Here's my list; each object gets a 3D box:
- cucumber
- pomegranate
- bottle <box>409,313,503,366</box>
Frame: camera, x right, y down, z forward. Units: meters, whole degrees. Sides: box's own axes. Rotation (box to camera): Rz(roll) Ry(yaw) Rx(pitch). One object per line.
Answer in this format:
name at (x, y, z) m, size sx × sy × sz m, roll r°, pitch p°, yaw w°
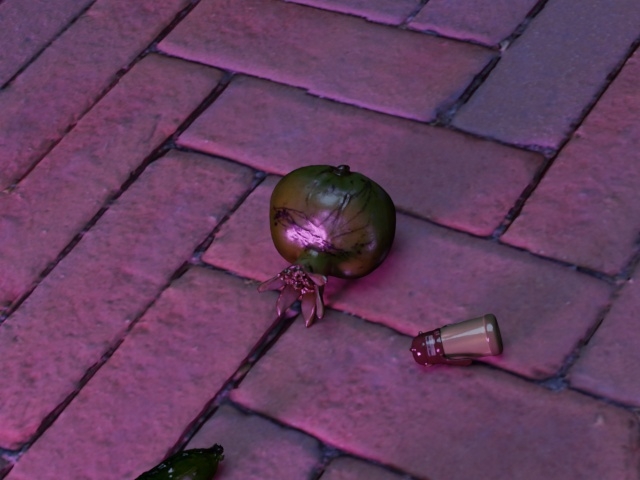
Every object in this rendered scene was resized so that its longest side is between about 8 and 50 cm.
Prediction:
cucumber at (-0.192, 0.286, 1.727) m, size 0.227 × 0.069 × 0.069 m, roll -34°, pitch 45°, yaw -24°
pomegranate at (0.000, 0.000, 1.917) m, size 0.152 × 0.131 × 0.191 m, roll 16°, pitch 59°, yaw 28°
bottle at (0.149, 0.114, 1.810) m, size 0.101 × 0.047 × 0.063 m, roll -14°, pitch 6°, yaw 11°
